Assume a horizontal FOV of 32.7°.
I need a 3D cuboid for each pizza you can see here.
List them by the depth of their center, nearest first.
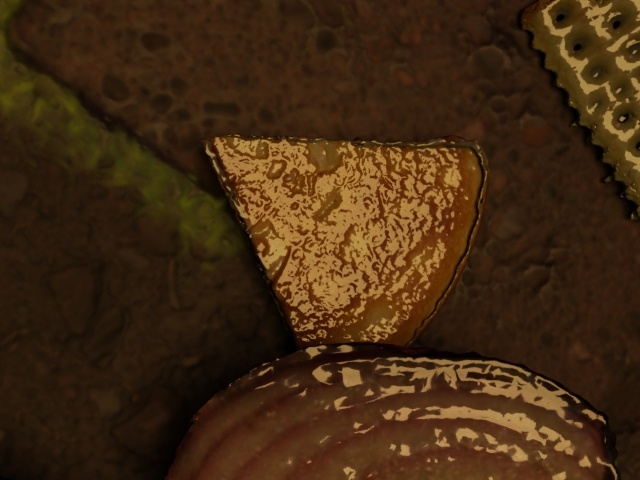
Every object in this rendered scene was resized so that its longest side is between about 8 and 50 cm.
[{"bbox_3d":[0.000,0.000,0.638,0.176,0.036,0.184,23,88,-13],"label":"pizza"}]

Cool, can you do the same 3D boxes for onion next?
[{"bbox_3d":[0.030,0.168,0.617,0.247,0.111,0.250,7,102,-1],"label":"onion"}]

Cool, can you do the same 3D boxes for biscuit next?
[{"bbox_3d":[0.230,-0.095,0.690,0.144,0.016,0.203,-31,98,9],"label":"biscuit"}]

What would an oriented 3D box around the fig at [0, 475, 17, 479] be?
[{"bbox_3d":[-0.161,0.213,0.488,0.203,0.235,0.203,1,87,-20],"label":"fig"}]
